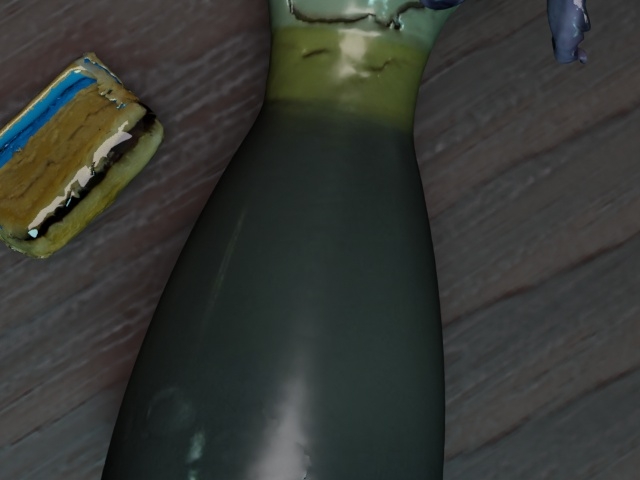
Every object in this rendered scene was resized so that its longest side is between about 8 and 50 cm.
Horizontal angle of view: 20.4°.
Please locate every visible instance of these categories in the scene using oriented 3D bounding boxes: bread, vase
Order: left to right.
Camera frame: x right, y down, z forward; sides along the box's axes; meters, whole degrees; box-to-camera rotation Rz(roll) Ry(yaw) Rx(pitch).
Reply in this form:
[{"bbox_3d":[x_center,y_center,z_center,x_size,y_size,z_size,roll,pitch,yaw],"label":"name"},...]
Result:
[{"bbox_3d":[-0.136,-0.041,0.946,0.106,0.053,0.072,-44,72,-4],"label":"bread"},{"bbox_3d":[0.000,0.000,0.910,0.173,0.173,0.321,11,86,-6],"label":"vase"}]

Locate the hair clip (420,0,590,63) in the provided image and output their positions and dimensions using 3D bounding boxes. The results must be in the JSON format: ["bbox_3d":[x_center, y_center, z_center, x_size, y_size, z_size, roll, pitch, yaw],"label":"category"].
[{"bbox_3d":[0.123,-0.194,0.869,0.090,0.278,0.137,20,134,9],"label":"hair clip"}]
